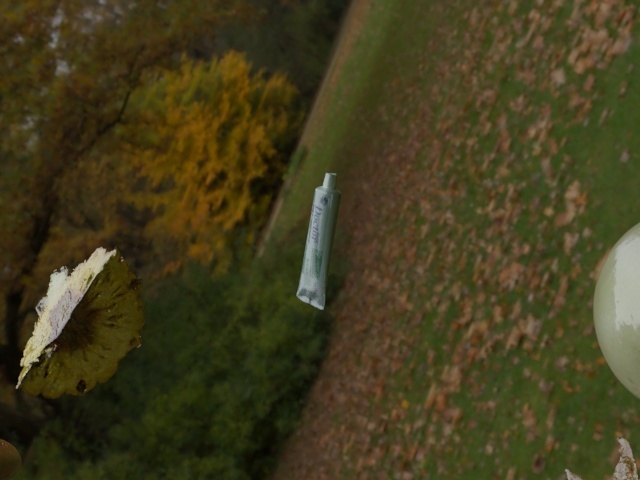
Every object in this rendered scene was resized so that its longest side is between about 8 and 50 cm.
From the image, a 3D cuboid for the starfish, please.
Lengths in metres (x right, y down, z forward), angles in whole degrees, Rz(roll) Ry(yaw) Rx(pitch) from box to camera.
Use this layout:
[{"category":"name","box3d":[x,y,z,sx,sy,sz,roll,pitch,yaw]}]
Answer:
[{"category":"starfish","box3d":[0.467,0.410,1.555,0.236,0.062,0.277,-52,4,7]}]

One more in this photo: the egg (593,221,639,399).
[{"category":"egg","box3d":[0.382,0.080,1.018,0.254,0.188,0.189,72,-154,-43]}]

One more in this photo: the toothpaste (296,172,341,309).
[{"category":"toothpaste","box3d":[0.000,0.000,1.540,0.041,0.064,0.218,-7,-68,-47]}]

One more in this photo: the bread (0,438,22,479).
[{"category":"bread","box3d":[-0.560,0.360,1.605,0.077,0.114,0.189,-57,-9,-6]}]

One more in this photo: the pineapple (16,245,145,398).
[{"category":"pineapple","box3d":[-0.357,0.124,1.488,0.164,0.139,0.250,22,80,55]}]
